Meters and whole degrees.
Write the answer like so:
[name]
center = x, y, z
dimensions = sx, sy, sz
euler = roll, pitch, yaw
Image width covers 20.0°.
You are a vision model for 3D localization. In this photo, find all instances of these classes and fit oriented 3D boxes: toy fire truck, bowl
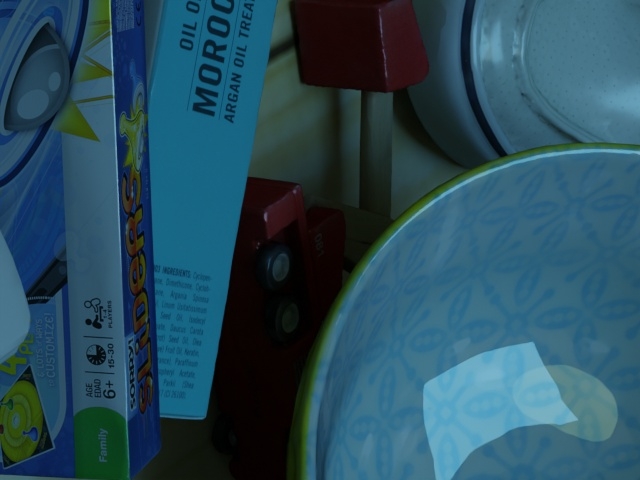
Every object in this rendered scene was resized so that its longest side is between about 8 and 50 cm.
[toy fire truck]
center = 0.000, 0.000, 0.789
dimensions = 0.135, 0.047, 0.192
euler = -36, 126, -46
[bowl]
center = 0.108, 0.117, 0.770
dimensions = 0.289, 0.156, 0.290
euler = 5, 72, -16

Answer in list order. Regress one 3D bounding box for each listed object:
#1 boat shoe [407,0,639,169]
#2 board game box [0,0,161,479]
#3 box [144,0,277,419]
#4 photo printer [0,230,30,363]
[boat shoe]
center = 0.197, -0.073, 0.936
dimensions = 0.367, 0.156, 0.136
euler = 15, 84, -52
[board game box]
center = -0.121, -0.029, 0.562
dimensions = 0.035, 0.136, 0.201
euler = -43, 132, -73
[box]
center = -0.074, -0.066, 0.642
dimensions = 0.060, 0.100, 0.244
euler = 12, 87, -54
[photo printer]
center = -0.225, -0.056, 0.409
dimensions = 0.256, 0.107, 0.308
euler = -34, 108, -45
